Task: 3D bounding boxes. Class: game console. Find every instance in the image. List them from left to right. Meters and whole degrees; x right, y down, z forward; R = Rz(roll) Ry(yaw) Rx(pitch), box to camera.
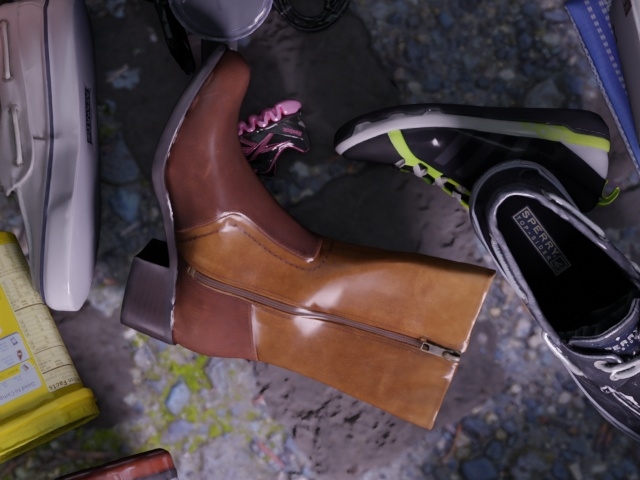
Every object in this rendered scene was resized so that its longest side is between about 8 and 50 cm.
[{"bbox_3d":[-0.155,-0.187,1.340,0.071,0.122,0.107,-17,85,2],"label":"game console"}]

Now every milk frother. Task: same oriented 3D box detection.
[{"bbox_3d":[-0.046,-0.209,1.330,0.143,0.135,0.129,-15,115,4],"label":"milk frother"}]

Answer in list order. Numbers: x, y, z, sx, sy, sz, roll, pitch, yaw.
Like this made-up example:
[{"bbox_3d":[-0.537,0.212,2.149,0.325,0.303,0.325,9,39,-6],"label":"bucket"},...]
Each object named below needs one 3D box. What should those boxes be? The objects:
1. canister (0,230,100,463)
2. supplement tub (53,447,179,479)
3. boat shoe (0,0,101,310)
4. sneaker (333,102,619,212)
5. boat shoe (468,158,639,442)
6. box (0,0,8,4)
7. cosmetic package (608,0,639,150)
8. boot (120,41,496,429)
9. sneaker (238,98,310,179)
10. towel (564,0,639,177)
[{"bbox_3d":[-0.272,0.092,1.344,0.126,0.073,0.170,-25,83,0],"label":"canister"},{"bbox_3d":[-0.144,0.272,1.307,0.106,0.106,0.198,-17,85,1],"label":"supplement tub"},{"bbox_3d":[-0.234,-0.073,1.348,0.088,0.096,0.267,-4,84,6],"label":"boat shoe"},{"bbox_3d":[0.127,-0.058,1.336,0.235,0.084,0.097,1,86,2],"label":"sneaker"},{"bbox_3d":[0.228,0.065,1.284,0.108,0.102,0.301,-36,101,8],"label":"boat shoe"},{"bbox_3d":[-0.294,-0.264,1.339,0.232,0.148,0.127,-26,85,1],"label":"box"},{"bbox_3d":[0.333,-0.146,1.273,0.184,0.151,0.151,-13,83,5],"label":"cosmetic package"},{"bbox_3d":[0.000,0.000,1.297,0.280,0.096,0.264,17,106,4],"label":"boot"},{"bbox_3d":[-0.062,-0.072,1.368,0.119,0.047,0.057,-26,96,1],"label":"sneaker"},{"bbox_3d":[0.404,-0.156,1.357,0.336,0.040,0.243,-23,84,0],"label":"towel"}]
